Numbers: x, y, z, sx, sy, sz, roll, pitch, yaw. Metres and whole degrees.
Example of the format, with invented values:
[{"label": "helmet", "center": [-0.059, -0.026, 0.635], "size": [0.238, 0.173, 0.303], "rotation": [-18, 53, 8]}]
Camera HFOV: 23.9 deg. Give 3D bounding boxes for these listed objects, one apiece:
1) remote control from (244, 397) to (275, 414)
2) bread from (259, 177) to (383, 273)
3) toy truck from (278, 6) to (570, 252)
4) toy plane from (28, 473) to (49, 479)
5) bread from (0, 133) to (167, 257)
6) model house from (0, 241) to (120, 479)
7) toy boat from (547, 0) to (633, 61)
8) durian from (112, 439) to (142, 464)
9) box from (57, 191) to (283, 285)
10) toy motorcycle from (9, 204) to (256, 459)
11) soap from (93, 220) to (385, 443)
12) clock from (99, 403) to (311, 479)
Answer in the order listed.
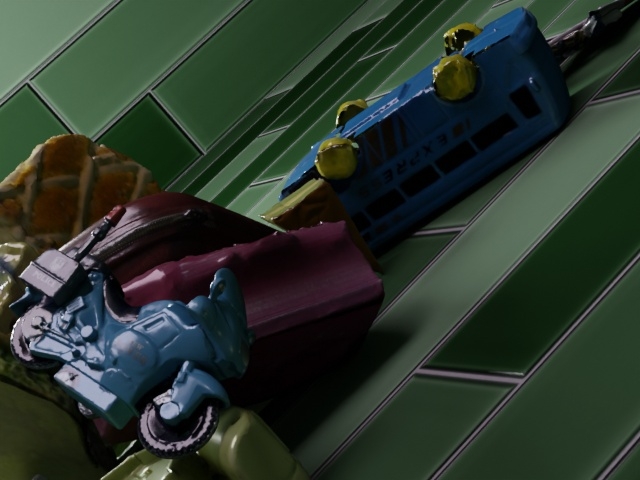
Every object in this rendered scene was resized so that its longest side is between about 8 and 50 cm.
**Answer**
[{"label": "remote control", "center": [-0.120, 0.212, 1.728], "size": [0.221, 0.042, 0.078], "rotation": [-45, 12, -15]}, {"label": "bread", "center": [0.003, 0.004, 1.836], "size": [0.084, 0.139, 0.074], "rotation": [-36, 14, -11]}, {"label": "toy truck", "center": [0.132, -0.133, 1.890], "size": [0.385, 0.162, 0.161], "rotation": [-34, 13, 24]}, {"label": "toy plane", "center": [-0.359, 0.379, 1.699], "size": [0.252, 0.118, 0.252], "rotation": [-35, 31, 25]}, {"label": "bread", "center": [-0.384, 0.065, 2.297], "size": [0.279, 0.371, 0.390], "rotation": [-39, 8, 28]}, {"label": "model house", "center": [-0.357, 0.161, 1.846], "size": [0.261, 0.321, 0.266], "rotation": [-8, 41, 20]}, {"label": "toy boat", "center": [0.350, -0.294, 2.011], "size": [0.318, 0.072, 0.219], "rotation": [-35, 2, -14]}, {"label": "durian", "center": [-0.354, 0.267, 2.010], "size": [0.394, 0.163, 0.198], "rotation": [-35, 14, -2]}, {"label": "box", "center": [-0.162, 0.061, 1.769], "size": [0.263, 0.108, 0.404], "rotation": [-33, -23, 17]}, {"label": "toy motorcycle", "center": [-0.170, 0.084, 1.424], "size": [0.272, 0.123, 0.182], "rotation": [27, 68, 32]}, {"label": "soap", "center": [-0.107, 0.098, 1.597], "size": [0.325, 0.127, 0.220], "rotation": [-15, -25, -18]}, {"label": "clock", "center": [-0.180, 0.302, 1.410], "size": [0.348, 0.117, 0.286], "rotation": [-44, 11, -16]}]
